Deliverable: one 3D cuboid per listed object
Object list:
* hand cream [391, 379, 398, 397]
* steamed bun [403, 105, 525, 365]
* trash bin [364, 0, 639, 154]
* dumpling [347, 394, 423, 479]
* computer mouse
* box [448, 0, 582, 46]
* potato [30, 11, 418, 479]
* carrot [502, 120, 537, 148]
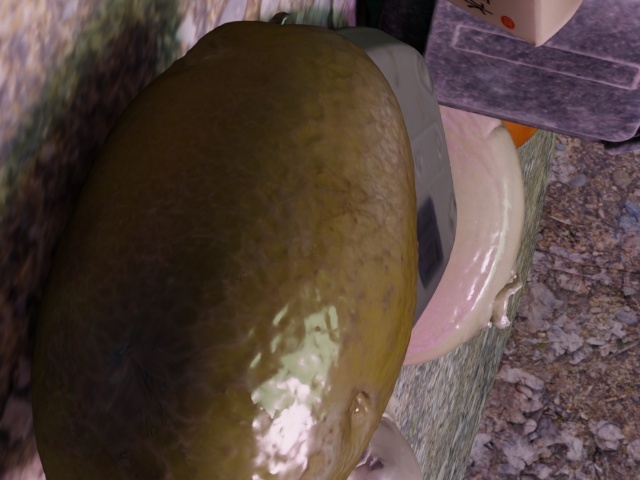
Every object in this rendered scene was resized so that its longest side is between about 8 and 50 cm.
[{"bbox_3d":[-0.047,0.129,0.883,0.306,0.093,0.147,-41,145,-54],"label":"hand cream"},{"bbox_3d":[0.098,-0.014,1.179,0.170,0.152,0.239,2,104,-79],"label":"steamed bun"},{"bbox_3d":[0.191,-0.293,1.049,0.295,0.259,0.381,100,3,-61],"label":"trash bin"},{"bbox_3d":[0.030,0.198,1.253,0.127,0.108,0.188,72,32,-41],"label":"dumpling"},{"bbox_3d":[0.014,-0.031,0.896,0.331,0.095,0.197,-35,119,-72],"label":"computer mouse"},{"bbox_3d":[0.060,-0.201,0.707,0.095,0.168,0.212,-59,165,-7],"label":"box"},{"bbox_3d":[-0.033,0.016,0.613,0.174,0.159,0.251,134,-31,-63],"label":"potato"},{"bbox_3d":[0.164,-0.158,1.316,0.225,0.159,0.159,93,16,-51],"label":"carrot"}]
